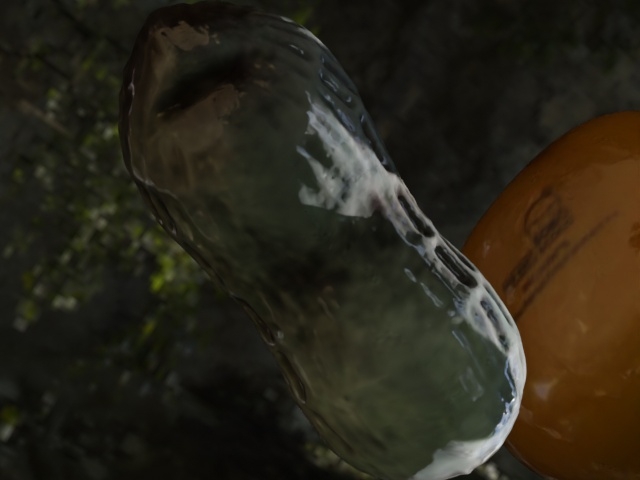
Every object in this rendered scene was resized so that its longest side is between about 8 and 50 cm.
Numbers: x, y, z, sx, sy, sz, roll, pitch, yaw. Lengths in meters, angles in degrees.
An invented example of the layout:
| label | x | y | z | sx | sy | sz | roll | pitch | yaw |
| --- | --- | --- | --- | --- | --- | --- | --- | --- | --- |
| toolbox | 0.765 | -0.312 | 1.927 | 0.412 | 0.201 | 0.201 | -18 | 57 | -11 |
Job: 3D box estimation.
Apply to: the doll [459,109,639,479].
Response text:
| label | x | y | z | sx | sy | sz | roll | pitch | yaw |
| --- | --- | --- | --- | --- | --- | --- | --- | --- | --- |
| doll | 0.198 | 0.051 | 1.016 | 0.213 | 0.236 | 0.213 | -33 | -137 | 38 |

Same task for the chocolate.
| label | x | y | z | sx | sy | sz | roll | pitch | yaw |
| --- | --- | --- | --- | --- | --- | --- | --- | --- | --- |
| chocolate | 0.000 | 0.000 | 0.546 | 0.072 | 0.167 | 0.072 | -36 | -172 | 6 |
